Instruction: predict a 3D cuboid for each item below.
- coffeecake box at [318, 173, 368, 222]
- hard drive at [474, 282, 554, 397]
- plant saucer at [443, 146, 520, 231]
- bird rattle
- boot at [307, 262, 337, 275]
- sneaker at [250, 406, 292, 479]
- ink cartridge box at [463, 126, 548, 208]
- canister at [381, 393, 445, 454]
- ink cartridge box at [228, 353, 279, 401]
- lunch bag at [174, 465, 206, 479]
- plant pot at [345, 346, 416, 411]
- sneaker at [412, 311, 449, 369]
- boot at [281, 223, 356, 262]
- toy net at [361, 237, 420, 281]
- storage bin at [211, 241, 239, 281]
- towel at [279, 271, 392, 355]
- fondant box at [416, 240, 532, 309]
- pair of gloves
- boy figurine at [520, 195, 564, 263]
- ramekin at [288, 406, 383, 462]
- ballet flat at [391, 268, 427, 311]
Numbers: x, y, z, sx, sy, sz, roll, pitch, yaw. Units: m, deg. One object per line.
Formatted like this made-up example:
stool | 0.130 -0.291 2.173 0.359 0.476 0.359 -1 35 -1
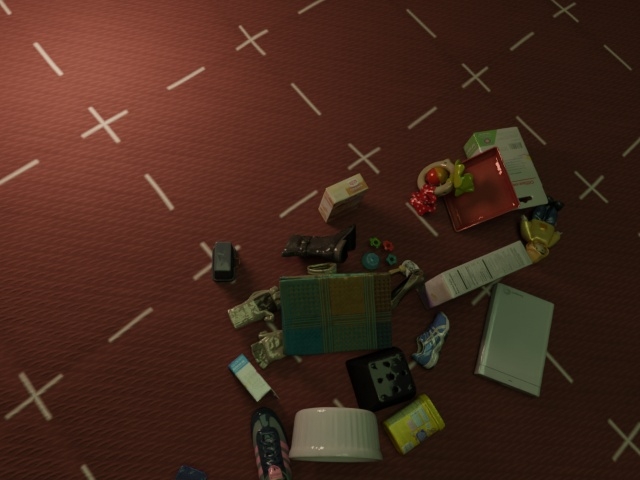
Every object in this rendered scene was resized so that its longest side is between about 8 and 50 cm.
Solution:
coffeecake box | 0.080 -0.151 1.730 0.142 0.185 0.068 -25 76 -17
hard drive | 0.709 0.356 1.722 0.233 0.047 0.352 21 68 -1
plant saucer | 0.610 -0.193 1.836 0.048 0.259 0.258 12 59 -53
bird rattle | 0.461 -0.218 1.848 0.254 0.143 0.206 -30 44 22
boot | 0.061 0.159 1.612 0.213 0.077 0.165 1 108 11
sneaker | -0.139 0.666 1.427 0.112 0.131 0.318 -12 73 -13
ink cartridge box | 0.745 -0.269 1.916 0.207 0.119 0.353 -10 72 -11
canister | 0.302 0.602 1.554 0.170 0.073 0.126 -28 77 -16
ink cartridge box | -0.214 0.453 1.506 0.062 0.104 0.181 -39 80 -19
lunch bag | -0.383 0.718 1.406 0.099 0.065 0.067 23 53 1
plant pot | 0.210 0.449 1.544 0.188 0.167 0.188 -13 72 -14
sneaker | 0.389 0.340 1.658 0.081 0.080 0.211 26 67 -2
boot | 0.000 0.000 1.698 0.229 0.091 0.263 6 23 19
toy net | 0.273 0.080 1.756 0.232 0.045 0.122 22 66 -3
storage bin | -0.329 0.068 1.636 0.098 0.091 0.135 1 71 -9
towel | 0.053 0.241 1.565 0.371 0.040 0.271 -3 98 -8
fondant box | 0.535 0.127 1.674 0.331 0.238 0.096 -19 76 -15
pair of gloves | -0.177 0.287 1.608 0.204 0.042 0.240 -31 83 -23
boy figurine | 0.865 -0.040 1.869 0.177 0.092 0.285 30 65 -1
ramekin | 0.045 0.585 1.417 0.278 0.277 0.135 5 63 -8
ballet flat | 0.270 0.185 1.675 0.250 0.084 0.058 -39 107 -6
